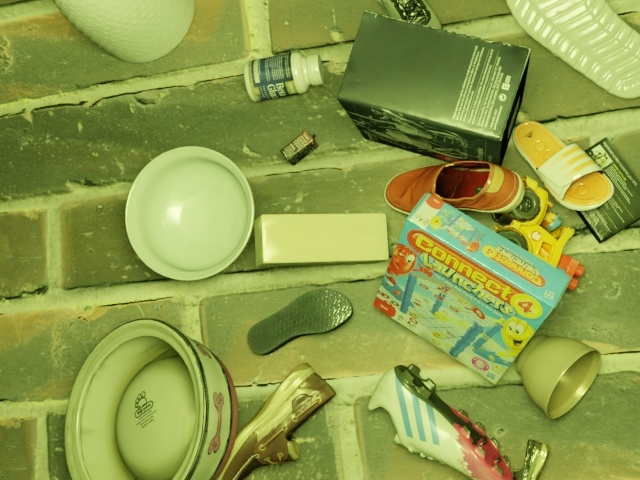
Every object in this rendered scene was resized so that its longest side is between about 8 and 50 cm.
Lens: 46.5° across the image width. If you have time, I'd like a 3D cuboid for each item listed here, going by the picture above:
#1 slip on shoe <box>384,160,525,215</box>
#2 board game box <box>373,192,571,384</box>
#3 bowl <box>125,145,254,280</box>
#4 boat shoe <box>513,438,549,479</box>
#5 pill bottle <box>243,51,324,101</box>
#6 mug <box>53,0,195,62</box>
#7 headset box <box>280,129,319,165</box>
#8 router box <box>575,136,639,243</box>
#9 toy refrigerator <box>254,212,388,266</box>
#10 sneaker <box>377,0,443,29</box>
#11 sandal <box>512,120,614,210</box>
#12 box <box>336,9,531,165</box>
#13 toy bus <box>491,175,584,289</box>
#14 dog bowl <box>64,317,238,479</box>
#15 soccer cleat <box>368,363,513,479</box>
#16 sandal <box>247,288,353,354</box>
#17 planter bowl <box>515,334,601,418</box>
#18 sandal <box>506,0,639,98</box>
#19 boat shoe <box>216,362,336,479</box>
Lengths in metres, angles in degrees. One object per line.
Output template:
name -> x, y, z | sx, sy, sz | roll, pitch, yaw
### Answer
slip on shoe -> 0.252, -0.113, 1.520 | 0.331, 0.101, 0.123 | 4, 71, 50
board game box -> 0.279, 0.102, 1.457 | 0.308, 0.302, 0.086 | 32, 54, 14
bowl -> -0.274, -0.053, 1.673 | 0.298, 0.134, 0.297 | -1, 83, 11
boat shoe -> 0.414, 0.477, 1.509 | 0.049, 0.056, 0.152 | 23, 79, 19
pill bottle -> -0.080, -0.374, 1.687 | 0.170, 0.094, 0.094 | -8, 82, 12
mug -> -0.508, -0.615, 1.687 | 0.374, 0.328, 0.276 | 38, 92, 14
headset box -> -0.044, -0.210, 1.677 | 0.083, 0.062, 0.032 | -39, 78, 7
router box -> 0.583, -0.103, 1.537 | 0.133, 0.046, 0.178 | -33, 77, 8
toy refrigerator -> 0.000, 0.000, 1.578 | 0.270, 0.094, 0.102 | -2, 83, -15
sneaker -> 0.181, -0.522, 1.642 | 0.100, 0.108, 0.271 | -33, 79, 5
sandal -> 0.475, -0.165, 1.510 | 0.102, 0.076, 0.265 | -39, 55, 3
box -> 0.231, -0.280, 1.483 | 0.313, 0.343, 0.178 | 18, 88, 14
toy bus -> 0.440, 0.005, 1.517 | 0.212, 0.149, 0.220 | 23, 86, 1
dog bowl -> -0.348, 0.378, 1.575 | 0.408, 0.150, 0.407 | -11, 69, 32
soccer cleat -> 0.241, 0.403, 1.534 | 0.331, 0.116, 0.143 | 44, 110, 15
sandal -> -0.044, 0.176, 1.646 | 0.255, 0.054, 0.097 | -22, 72, 19
planter bowl -> 0.460, 0.255, 1.479 | 0.109, 0.162, 0.162 | 37, 93, 39
sandal -> 0.534, -0.459, 1.569 | 0.169, 0.102, 0.416 | -41, 90, 20
boat shoe -> -0.097, 0.428, 1.591 | 0.123, 0.123, 0.342 | 38, 86, 15
